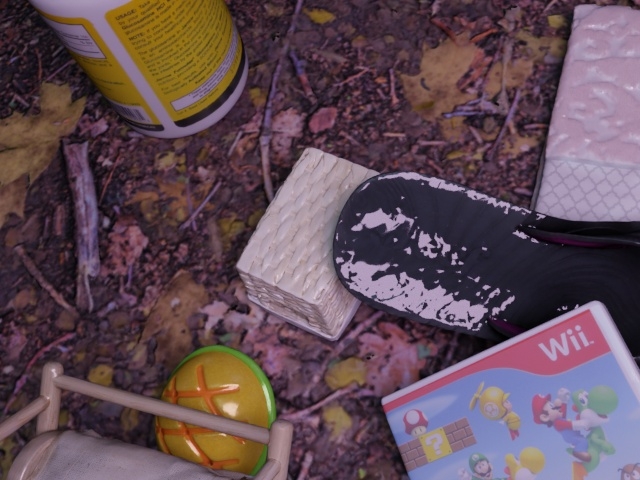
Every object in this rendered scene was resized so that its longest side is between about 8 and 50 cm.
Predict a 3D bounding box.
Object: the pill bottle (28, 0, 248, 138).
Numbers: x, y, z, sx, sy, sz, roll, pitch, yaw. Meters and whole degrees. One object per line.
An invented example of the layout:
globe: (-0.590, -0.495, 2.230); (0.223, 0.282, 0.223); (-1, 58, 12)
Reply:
pill bottle: (-0.212, -0.276, 0.796); (0.188, 0.334, 0.187); (-5, 64, 10)

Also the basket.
basket: (0.000, 0.000, 0.747); (0.113, 0.103, 0.167); (23, 71, 21)

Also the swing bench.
swing bench: (-0.167, 0.268, 0.595); (0.253, 0.165, 0.254); (9, 112, 22)

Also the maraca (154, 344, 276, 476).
maraca: (-0.108, 0.191, 0.689); (0.127, 0.099, 0.185); (25, 99, 26)

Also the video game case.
video game case: (0.183, 0.216, 0.542); (0.204, 0.025, 0.285); (-30, 65, 22)

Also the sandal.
sandal: (0.228, 0.050, 0.615); (0.446, 0.107, 0.167); (10, 98, 3)

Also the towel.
towel: (0.401, -0.102, 0.733); (0.332, 0.053, 0.316); (13, 69, 17)
